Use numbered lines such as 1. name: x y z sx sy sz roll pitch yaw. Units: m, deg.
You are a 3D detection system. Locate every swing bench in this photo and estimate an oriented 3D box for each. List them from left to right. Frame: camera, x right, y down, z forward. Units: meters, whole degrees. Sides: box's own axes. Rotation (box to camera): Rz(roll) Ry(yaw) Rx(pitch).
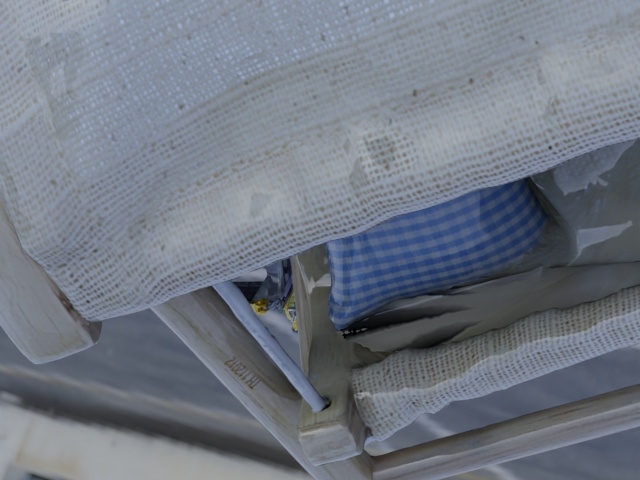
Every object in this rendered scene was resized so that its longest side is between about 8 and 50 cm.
1. swing bench: 0.054 -0.054 0.421 0.253 0.165 0.255 -19 151 22

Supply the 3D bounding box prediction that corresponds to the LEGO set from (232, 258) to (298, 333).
1. LEGO set: 0.000 0.000 1.082 0.331 0.192 0.255 -5 -158 4
